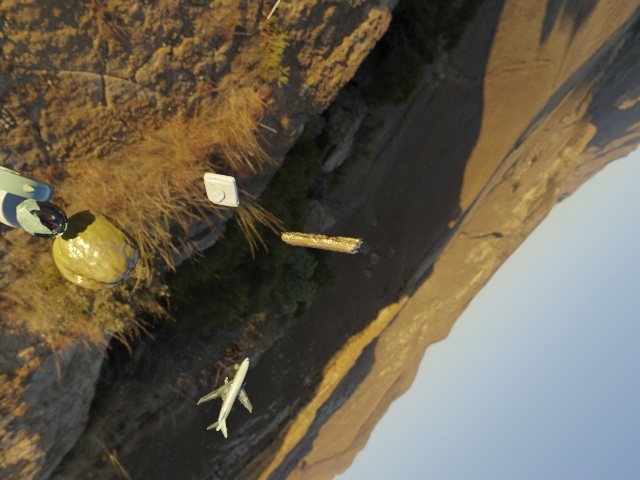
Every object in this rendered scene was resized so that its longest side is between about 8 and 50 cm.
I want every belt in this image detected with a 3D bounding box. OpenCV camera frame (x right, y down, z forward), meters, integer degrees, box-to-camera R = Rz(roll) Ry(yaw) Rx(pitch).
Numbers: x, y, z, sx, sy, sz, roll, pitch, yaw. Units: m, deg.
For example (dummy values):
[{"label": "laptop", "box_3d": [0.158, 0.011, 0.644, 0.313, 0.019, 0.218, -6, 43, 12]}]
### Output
[{"label": "belt", "box_3d": [-0.843, -0.067, 1.256, 0.105, 0.058, 0.140, -50, 133, -3]}]

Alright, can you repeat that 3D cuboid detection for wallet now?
[{"label": "wallet", "box_3d": [-0.386, -0.193, 1.617, 0.183, 0.124, 0.031, 99, 0, -58]}]

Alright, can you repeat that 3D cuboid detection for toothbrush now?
[{"label": "toothbrush", "box_3d": [-0.138, -0.733, 1.291, 0.097, 0.006, 0.008, -44, -154, 32]}]

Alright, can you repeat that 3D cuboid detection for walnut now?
[{"label": "walnut", "box_3d": [-0.779, 0.036, 1.444, 0.227, 0.282, 0.283, -24, -176, 45]}]

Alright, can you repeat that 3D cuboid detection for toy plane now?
[{"label": "toy plane", "box_3d": [-0.266, 0.462, 1.239, 0.226, 0.058, 0.226, 37, 60, -48]}]

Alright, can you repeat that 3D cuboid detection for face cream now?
[{"label": "face cream", "box_3d": [-1.204, -0.168, 1.609, 0.201, 0.187, 0.201, 20, 90, -74]}]

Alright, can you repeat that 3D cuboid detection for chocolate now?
[{"label": "chocolate", "box_3d": [0.001, 0.006, 1.636, 0.102, 0.330, 0.065, -6, 102, -65]}]

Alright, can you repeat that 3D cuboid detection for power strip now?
[{"label": "power strip", "box_3d": [-0.681, -0.129, 0.939, 0.137, 0.216, 0.044, 24, 85, -38]}]

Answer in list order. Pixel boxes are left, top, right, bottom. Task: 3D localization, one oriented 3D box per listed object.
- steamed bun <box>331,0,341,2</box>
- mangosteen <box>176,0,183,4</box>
[{"label": "steamed bun", "box_3d": [0.068, -0.874, 1.366, 0.192, 0.106, 0.177, -40, 123, -31]}, {"label": "mangosteen", "box_3d": [-0.396, -0.906, 1.332, 0.289, 0.231, 0.231, -41, 166, 23]}]
